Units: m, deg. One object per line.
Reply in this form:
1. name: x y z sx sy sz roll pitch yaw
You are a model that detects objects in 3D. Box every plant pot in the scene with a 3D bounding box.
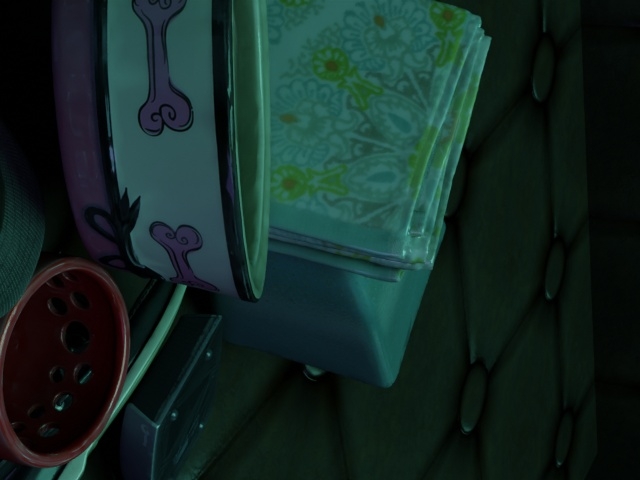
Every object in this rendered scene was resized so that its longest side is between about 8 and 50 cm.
1. plant pot: 0.000 0.000 1.513 0.252 0.248 0.247 74 34 -65
2. plant pot: -0.295 0.097 1.132 0.191 0.174 0.191 -25 119 -57

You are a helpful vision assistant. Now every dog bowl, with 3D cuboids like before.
1. dog bowl: -0.132 -0.145 1.126 0.408 0.150 0.408 -1 90 -89

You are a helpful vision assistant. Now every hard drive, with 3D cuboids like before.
1. hard drive: -0.172 0.199 1.426 0.255 0.054 0.172 103 13 -56

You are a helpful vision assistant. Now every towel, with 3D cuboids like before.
1. towel: -0.020 -0.143 1.385 0.090 0.374 0.320 82 24 -69

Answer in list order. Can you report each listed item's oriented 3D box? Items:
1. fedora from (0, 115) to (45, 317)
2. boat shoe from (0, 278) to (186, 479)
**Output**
1. fedora: -0.363 -0.043 0.987 0.275 0.124 0.244 46 39 -41
2. boat shoe: -0.259 0.154 1.289 0.340 0.113 0.127 -60 -175 -20
